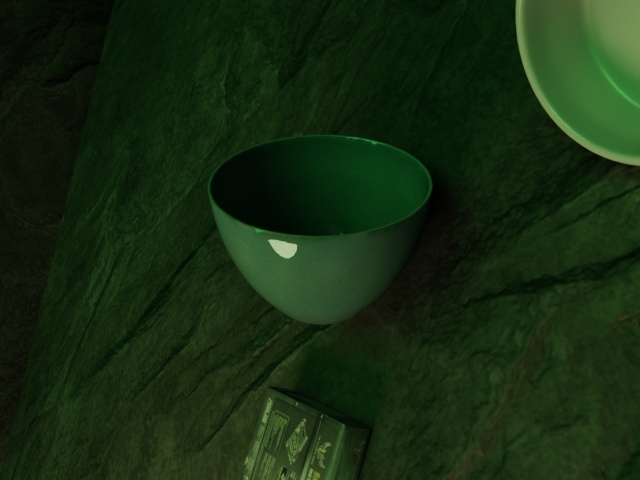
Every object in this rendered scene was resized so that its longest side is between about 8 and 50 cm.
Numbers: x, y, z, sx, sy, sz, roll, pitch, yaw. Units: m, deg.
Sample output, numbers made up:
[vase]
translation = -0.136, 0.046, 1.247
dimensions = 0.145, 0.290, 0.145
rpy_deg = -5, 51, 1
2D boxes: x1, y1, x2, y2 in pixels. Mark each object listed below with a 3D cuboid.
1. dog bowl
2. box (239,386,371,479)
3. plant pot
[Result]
[dog bowl]
translation = 0.314, -0.210, 0.562
dimensions = 0.265, 0.104, 0.265
rpy_deg = 51, 155, 34
[box]
translation = -0.038, 0.343, 0.855
dimensions = 0.183, 0.056, 0.231
rpy_deg = 7, 78, 50
[plant pot]
translation = 0.000, 0.000, 0.842
dimensions = 0.290, 0.290, 0.196
rpy_deg = 46, 144, 49
